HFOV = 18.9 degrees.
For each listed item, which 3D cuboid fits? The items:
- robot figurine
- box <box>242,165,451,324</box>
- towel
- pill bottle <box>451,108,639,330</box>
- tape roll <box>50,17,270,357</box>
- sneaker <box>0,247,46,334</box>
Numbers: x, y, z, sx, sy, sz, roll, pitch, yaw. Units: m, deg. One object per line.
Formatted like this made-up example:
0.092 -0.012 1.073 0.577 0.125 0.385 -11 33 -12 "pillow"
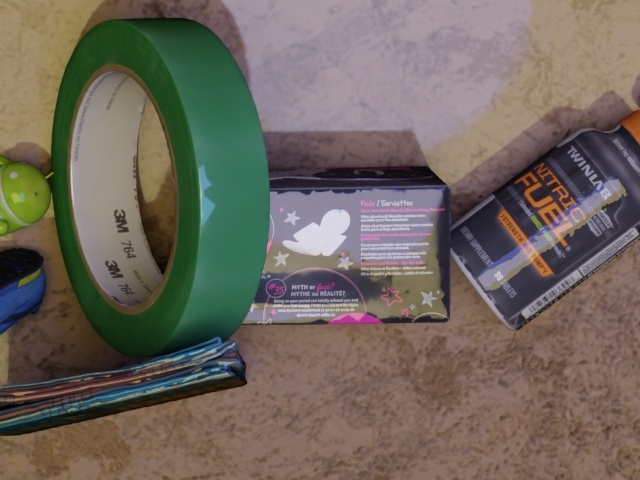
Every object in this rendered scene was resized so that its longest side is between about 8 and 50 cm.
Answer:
-0.322 -0.040 1.939 0.115 0.101 0.067 -19 119 26 "robot figurine"
0.000 0.000 1.932 0.247 0.163 0.142 0 100 -4 "box"
-0.204 0.146 1.855 0.271 0.370 0.040 -12 84 -2 "towel"
0.255 -0.028 1.960 0.245 0.130 0.130 -38 103 4 "pill bottle"
-0.159 -0.051 1.831 0.077 0.321 0.321 -7 106 -32 "tape roll"
-0.359 0.080 1.926 0.069 0.209 0.082 28 127 33 "sneaker"
